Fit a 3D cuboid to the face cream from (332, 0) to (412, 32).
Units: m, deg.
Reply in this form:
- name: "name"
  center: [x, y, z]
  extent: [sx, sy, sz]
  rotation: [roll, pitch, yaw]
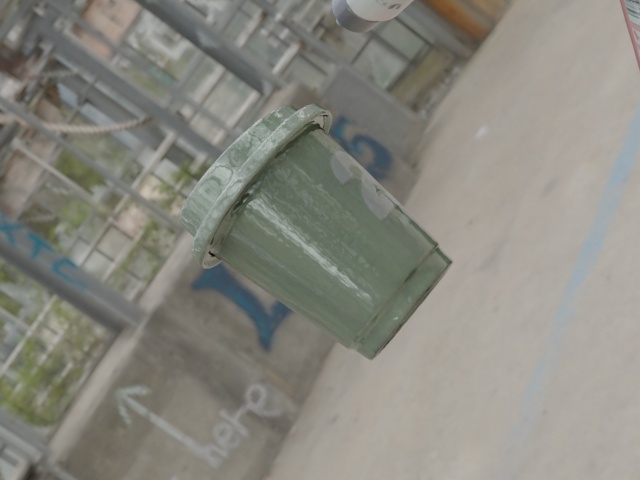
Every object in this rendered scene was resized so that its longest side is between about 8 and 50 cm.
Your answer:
- name: "face cream"
  center: [0.091, -0.338, 1.455]
  extent: [0.092, 0.092, 0.311]
  rotation: [-59, 14, -26]

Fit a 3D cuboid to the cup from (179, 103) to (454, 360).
- name: "cup"
  center: [0.000, 0.000, 0.683]
  extent: [0.120, 0.141, 0.120]
  rotation: [-46, -8, -9]

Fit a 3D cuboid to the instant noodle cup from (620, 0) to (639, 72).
- name: "instant noodle cup"
  center: [0.384, -0.207, 1.071]
  extent: [0.243, 0.255, 0.244]
  rotation: [-24, 26, 13]
